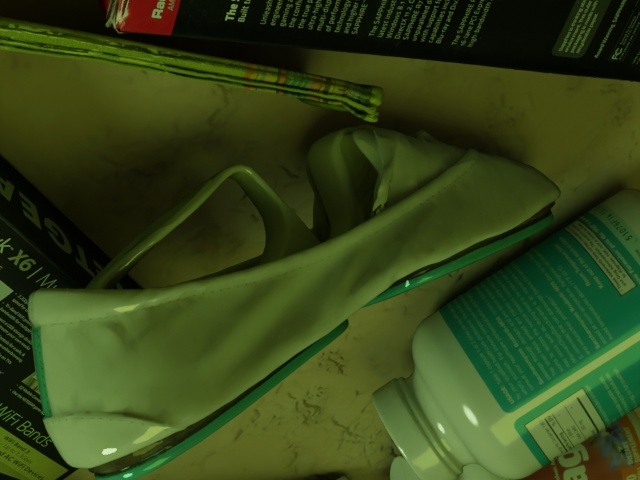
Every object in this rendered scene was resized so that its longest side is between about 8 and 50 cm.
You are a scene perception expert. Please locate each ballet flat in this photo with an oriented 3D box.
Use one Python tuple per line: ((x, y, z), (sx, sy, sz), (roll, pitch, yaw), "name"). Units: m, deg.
((0.000, 0.000, 0.651), (0.400, 0.139, 0.139), (-28, 139, -33), "ballet flat")

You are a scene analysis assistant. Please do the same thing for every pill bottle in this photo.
((0.174, 0.086, 0.814), (0.264, 0.146, 0.146), (-33, 134, 5), "pill bottle")
((0.179, 0.213, 0.941), (0.216, 0.121, 0.121), (-11, 132, -17), "pill bottle")

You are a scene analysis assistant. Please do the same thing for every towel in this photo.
((-0.089, -0.095, 0.569), (0.237, 0.102, 0.021), (6, 97, -29), "towel")

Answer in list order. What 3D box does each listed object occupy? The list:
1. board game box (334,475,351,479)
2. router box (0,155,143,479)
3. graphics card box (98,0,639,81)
((-0.142, 0.422, 0.924), (0.390, 0.050, 0.390), (-19, 138, -40), "board game box")
((-0.260, 0.058, 0.629), (0.243, 0.081, 0.309), (-33, 134, 4), "router box")
((0.080, -0.212, 0.549), (0.371, 0.094, 0.232), (1, 127, -24), "graphics card box")
